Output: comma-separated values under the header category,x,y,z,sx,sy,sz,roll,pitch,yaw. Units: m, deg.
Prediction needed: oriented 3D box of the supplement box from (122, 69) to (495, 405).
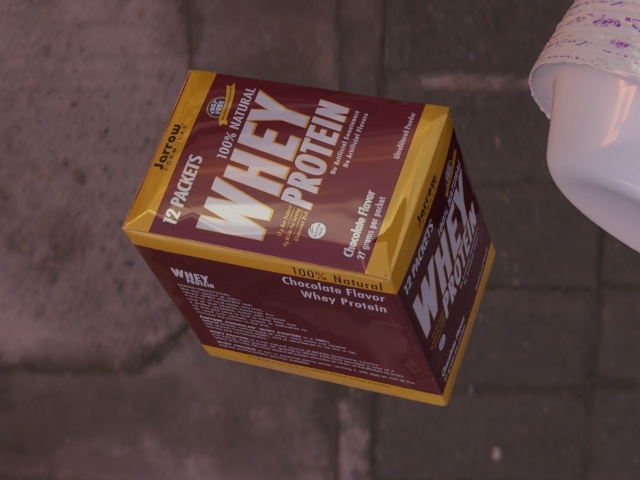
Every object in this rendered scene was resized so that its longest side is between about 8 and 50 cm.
category,x,y,z,sx,sy,sz,roll,pitch,yaw
supplement box,0.000,0.000,1.139,0.191,0.129,0.194,10,154,22

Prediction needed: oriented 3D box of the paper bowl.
category,x,y,z,sx,sy,sz,roll,pitch,yaw
paper bowl,0.285,-0.066,1.246,0.284,0.284,0.148,33,84,-12
